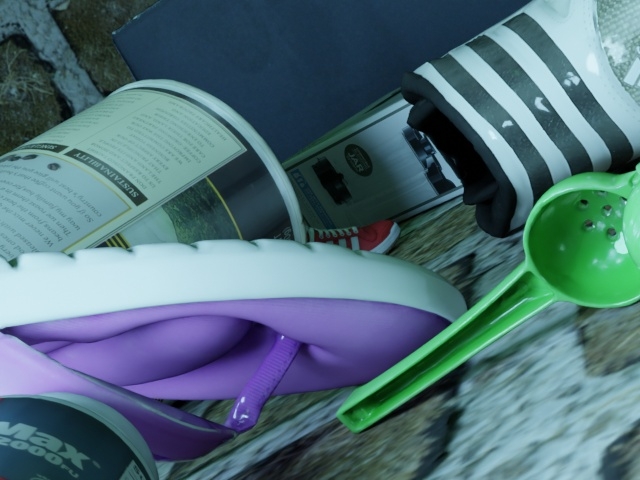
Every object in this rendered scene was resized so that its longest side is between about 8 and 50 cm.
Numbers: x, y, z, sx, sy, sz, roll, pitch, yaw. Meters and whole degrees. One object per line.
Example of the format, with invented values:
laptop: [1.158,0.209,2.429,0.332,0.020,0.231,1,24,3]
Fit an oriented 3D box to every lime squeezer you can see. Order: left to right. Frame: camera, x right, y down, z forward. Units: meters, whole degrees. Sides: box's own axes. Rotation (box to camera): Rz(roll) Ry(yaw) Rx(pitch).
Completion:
lime squeezer: [0.103,0.010,0.637,0.110,0.059,0.310,-34,6,-26]

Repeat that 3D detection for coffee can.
coffee can: [-0.166,0.036,1.127,0.201,0.201,0.275,-26,7,44]

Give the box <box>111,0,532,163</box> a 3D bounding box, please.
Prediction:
box: [0.119,-0.274,1.932,0.480,0.297,0.472,-28,8,35]

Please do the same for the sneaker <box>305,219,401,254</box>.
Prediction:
sneaker: [0.000,0.000,1.248,0.118,0.067,0.042,-34,6,-27]

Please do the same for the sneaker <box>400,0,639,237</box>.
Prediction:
sneaker: [0.178,-0.150,1.066,0.257,0.169,0.447,-27,9,27]

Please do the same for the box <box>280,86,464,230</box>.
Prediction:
box: [0.112,-0.096,1.397,0.169,0.087,0.290,-36,6,-38]

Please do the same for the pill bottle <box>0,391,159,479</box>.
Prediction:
pill bottle: [-0.111,0.113,0.619,0.108,0.108,0.180,-31,5,7]

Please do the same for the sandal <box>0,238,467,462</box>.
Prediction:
sandal: [-0.140,0.070,0.765,0.416,0.102,0.169,-1,-16,-11]
